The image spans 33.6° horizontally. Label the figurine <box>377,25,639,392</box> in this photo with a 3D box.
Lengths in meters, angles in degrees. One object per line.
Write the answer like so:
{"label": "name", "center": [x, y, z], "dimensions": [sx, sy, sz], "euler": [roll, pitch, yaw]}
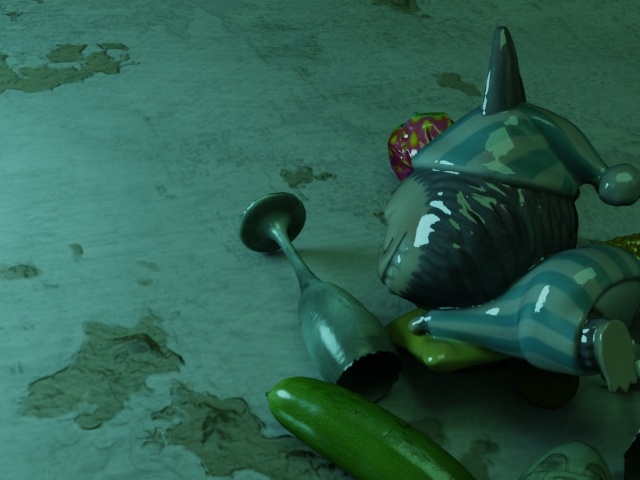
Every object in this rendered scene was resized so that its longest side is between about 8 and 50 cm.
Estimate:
{"label": "figurine", "center": [0.214, -0.048, 1.187], "dimensions": [0.266, 0.378, 0.361], "euler": [-14, 12, -35]}

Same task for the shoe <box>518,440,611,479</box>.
{"label": "shoe", "center": [0.233, 0.286, 1.046], "dimensions": [0.103, 0.098, 0.275], "euler": [20, 37, 11]}

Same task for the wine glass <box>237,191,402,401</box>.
{"label": "wine glass", "center": [0.000, 0.000, 1.246], "dimensions": [0.096, 0.264, 0.309], "euler": [-12, 41, -20]}

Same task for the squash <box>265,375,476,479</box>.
{"label": "squash", "center": [0.066, 0.223, 1.114], "dimensions": [0.292, 0.082, 0.082], "euler": [31, 43, 29]}

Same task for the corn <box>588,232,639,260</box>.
{"label": "corn", "center": [0.501, 0.043, 1.378], "dimensions": [0.387, 0.144, 0.144], "euler": [-11, 40, -16]}

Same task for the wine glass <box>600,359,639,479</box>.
{"label": "wine glass", "center": [0.376, 0.185, 1.190], "dimensions": [0.122, 0.122, 0.183], "euler": [4, 33, -4]}

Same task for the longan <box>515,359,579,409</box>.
{"label": "longan", "center": [0.264, 0.159, 1.244], "dimensions": [0.075, 0.075, 0.083], "euler": [-9, 22, -20]}

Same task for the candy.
{"label": "candy", "center": [0.156, -0.041, 1.482], "dimensions": [0.124, 0.124, 0.365], "euler": [6, 47, -1]}
